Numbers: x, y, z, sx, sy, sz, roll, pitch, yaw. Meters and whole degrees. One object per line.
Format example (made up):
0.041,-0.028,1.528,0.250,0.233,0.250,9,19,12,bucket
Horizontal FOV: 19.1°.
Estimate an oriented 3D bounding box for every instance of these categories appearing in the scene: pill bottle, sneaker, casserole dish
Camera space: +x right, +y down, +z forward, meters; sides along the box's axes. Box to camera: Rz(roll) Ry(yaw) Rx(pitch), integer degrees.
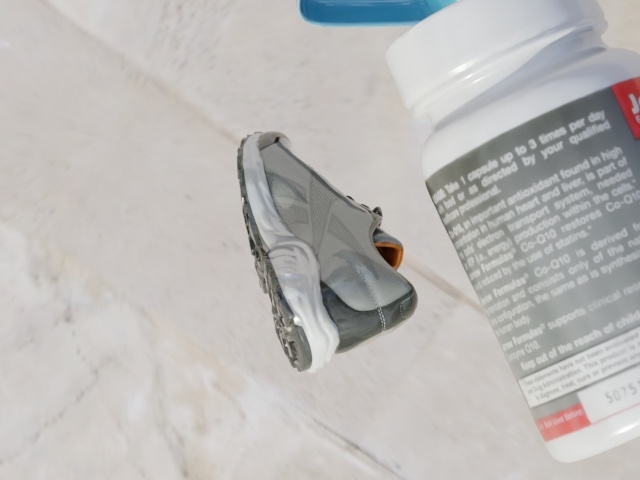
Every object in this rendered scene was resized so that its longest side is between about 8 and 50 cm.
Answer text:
0.160,-0.020,1.186,0.161,0.161,0.283,-24,84,-5,pill bottle
0.000,0.000,1.441,0.108,0.271,0.100,-16,125,-6,sneaker
0.055,-0.246,1.688,0.188,0.037,0.114,-4,133,-24,casserole dish
